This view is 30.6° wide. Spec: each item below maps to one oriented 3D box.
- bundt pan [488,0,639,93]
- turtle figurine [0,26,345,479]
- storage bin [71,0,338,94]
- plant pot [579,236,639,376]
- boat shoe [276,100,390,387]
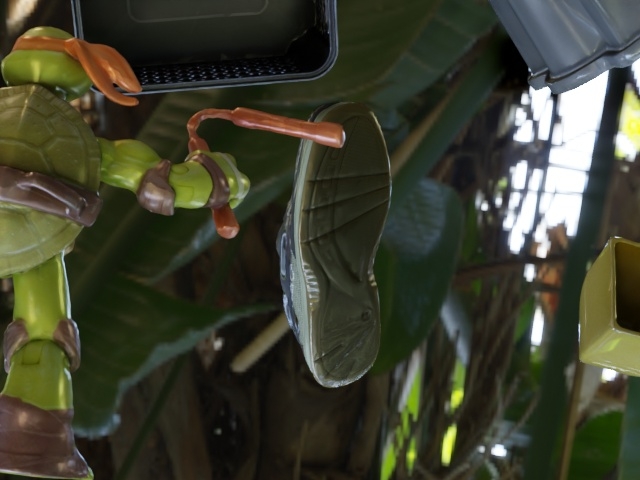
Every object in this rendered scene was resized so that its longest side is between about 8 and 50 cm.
[{"bbox_3d":[0.206,-0.231,0.624,0.124,0.331,0.331,47,-151,-7],"label":"bundt pan"},{"bbox_3d":[-0.125,-0.006,0.524,0.270,0.217,0.087,11,169,-13],"label":"turtle figurine"},{"bbox_3d":[-0.084,-0.176,0.824,0.180,0.122,0.084,-6,-158,-9],"label":"storage bin"},{"bbox_3d":[0.236,0.060,0.882,0.081,0.083,0.081,16,-125,-10],"label":"plant pot"},{"bbox_3d":[0.001,0.000,0.862,0.080,0.223,0.073,-17,-150,-30],"label":"boat shoe"}]
